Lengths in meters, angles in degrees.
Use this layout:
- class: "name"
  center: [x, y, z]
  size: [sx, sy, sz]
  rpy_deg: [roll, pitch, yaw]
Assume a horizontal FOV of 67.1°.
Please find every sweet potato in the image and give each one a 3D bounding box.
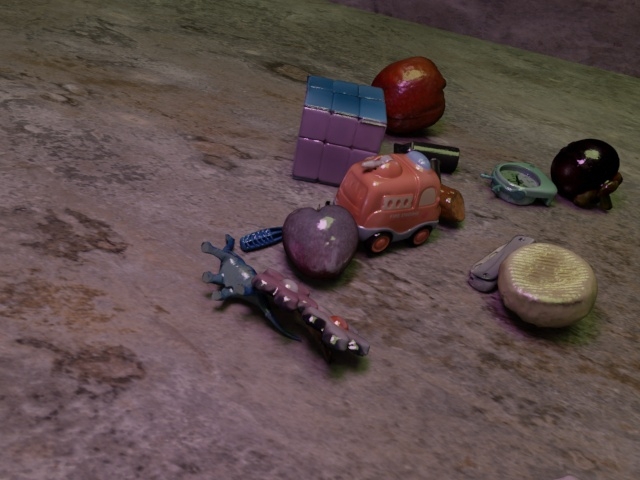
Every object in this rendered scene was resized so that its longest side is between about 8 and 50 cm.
- class: "sweet potato"
  center: [0.285, -0.131, 1.310]
  size: [0.097, 0.097, 0.251]
  rpy_deg: [-27, 49, -37]

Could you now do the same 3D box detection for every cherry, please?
- class: "cherry"
  center: [0.004, 0.001, 1.054]
  size: [0.176, 0.140, 0.176]
  rpy_deg: [1, 69, -2]

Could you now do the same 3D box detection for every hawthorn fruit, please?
- class: "hawthorn fruit"
  center: [0.292, -0.478, 1.613]
  size: [0.262, 0.258, 0.258]
  rpy_deg: [-44, 57, -3]

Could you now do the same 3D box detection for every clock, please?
- class: "clock"
  center: [0.582, -0.170, 1.448]
  size: [0.211, 0.066, 0.159]
  rpy_deg: [-1, 41, -14]

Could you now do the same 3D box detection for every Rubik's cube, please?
- class: "Rubik's cube"
  center: [0.049, -0.301, 1.352]
  size: [0.224, 0.221, 0.231]
  rpy_deg: [9, 40, -4]

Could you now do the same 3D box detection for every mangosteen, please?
- class: "mangosteen"
  center: [0.810, -0.193, 1.457]
  size: [0.194, 0.194, 0.230]
  rpy_deg: [-18, 74, -30]

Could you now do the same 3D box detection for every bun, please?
- class: "bun"
  center: [0.490, 0.109, 1.062]
  size: [0.222, 0.127, 0.222]
  rpy_deg: [-3, 43, 3]

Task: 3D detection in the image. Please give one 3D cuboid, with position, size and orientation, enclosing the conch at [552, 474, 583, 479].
- class: "conch"
  center: [0.406, 0.419, 0.725]
  size: [0.176, 0.094, 0.104]
  rpy_deg: [28, 20, -23]

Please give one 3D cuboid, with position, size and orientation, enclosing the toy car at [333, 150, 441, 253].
- class: "toy car"
  center: [0.171, -0.111, 1.158]
  size: [0.270, 0.212, 0.180]
  rpy_deg: [-9, 43, -29]

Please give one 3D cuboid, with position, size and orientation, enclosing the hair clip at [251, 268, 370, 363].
- class: "hair clip"
  center: [-0.021, 0.138, 0.909]
  size: [0.257, 0.075, 0.146]
  rpy_deg: [43, 17, 14]

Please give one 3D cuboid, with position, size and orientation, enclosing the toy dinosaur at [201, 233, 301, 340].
- class: "toy dinosaur"
  center: [-0.168, 0.079, 0.966]
  size: [0.144, 0.076, 0.329]
  rpy_deg: [17, 25, -49]

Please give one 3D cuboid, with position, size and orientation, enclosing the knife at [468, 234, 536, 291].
- class: "knife"
  center: [0.445, 0.047, 1.181]
  size: [0.265, 0.040, 0.073]
  rpy_deg: [-28, 44, -37]

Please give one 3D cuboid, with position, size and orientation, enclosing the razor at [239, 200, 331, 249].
- class: "razor"
  center: [-0.072, -0.024, 1.141]
  size: [0.253, 0.042, 0.082]
  rpy_deg: [-19, 85, -30]

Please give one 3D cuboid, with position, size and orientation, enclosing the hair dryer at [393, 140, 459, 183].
- class: "hair dryer"
  center: [0.312, -0.202, 1.425]
  size: [0.195, 0.078, 0.248]
  rpy_deg: [9, 45, -1]
